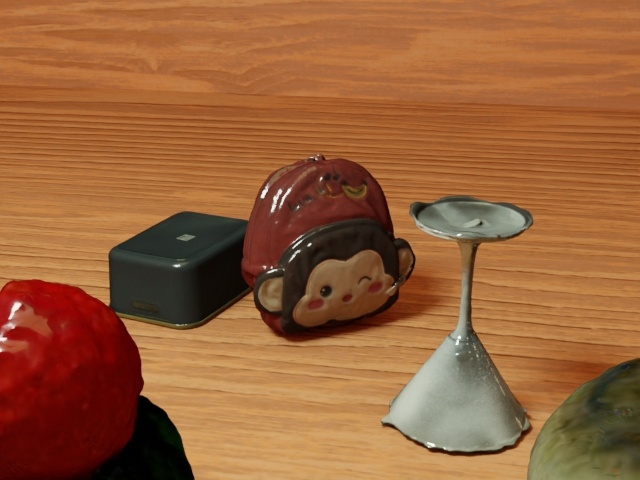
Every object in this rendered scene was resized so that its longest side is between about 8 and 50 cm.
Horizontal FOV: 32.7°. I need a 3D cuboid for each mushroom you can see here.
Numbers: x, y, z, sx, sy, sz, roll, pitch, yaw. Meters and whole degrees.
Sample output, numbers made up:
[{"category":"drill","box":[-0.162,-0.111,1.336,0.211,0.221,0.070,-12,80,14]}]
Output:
[{"category":"mushroom","box":[0.277,0.185,0.871,0.247,0.130,0.344,-26,12,20]}]

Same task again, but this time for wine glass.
[{"category":"wine glass","box":[0.145,0.080,1.104,0.156,0.232,0.156,0,20,0]}]

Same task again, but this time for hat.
[{"category":"hat","box":[-0.189,0.174,0.715,0.274,0.332,0.242,-6,23,-22]}]

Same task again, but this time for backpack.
[{"category":"backpack","box":[0.001,0.000,1.347,0.229,0.229,0.139,-11,19,-27]}]

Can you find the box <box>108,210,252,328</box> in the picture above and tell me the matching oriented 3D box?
[{"category":"box","box":[-0.179,0.033,1.447,0.144,0.090,0.201,9,23,26]}]
